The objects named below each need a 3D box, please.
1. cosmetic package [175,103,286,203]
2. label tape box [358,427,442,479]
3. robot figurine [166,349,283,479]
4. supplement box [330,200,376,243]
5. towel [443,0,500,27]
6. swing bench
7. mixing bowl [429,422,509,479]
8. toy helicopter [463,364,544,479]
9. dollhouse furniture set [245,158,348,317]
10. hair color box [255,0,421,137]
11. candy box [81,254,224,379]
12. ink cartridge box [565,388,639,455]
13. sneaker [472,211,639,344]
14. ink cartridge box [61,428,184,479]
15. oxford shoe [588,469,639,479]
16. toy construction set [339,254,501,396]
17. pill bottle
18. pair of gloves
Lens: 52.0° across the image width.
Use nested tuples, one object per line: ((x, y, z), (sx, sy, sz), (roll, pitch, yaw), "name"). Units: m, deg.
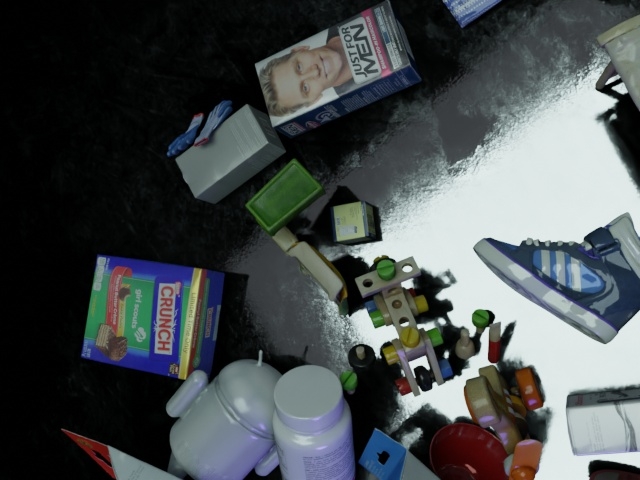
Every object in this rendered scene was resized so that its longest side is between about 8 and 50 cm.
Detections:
((-0.221, -0.207, 1.606), (0.238, 0.107, 0.127), (-33, 72, 18), "cosmetic package")
((0.192, 0.546, 1.260), (0.348, 0.249, 0.115), (38, 59, 17), "label tape box")
((-0.194, 0.410, 1.470), (0.300, 0.199, 0.353), (37, 101, -18), "robot figurine")
((0.074, -0.040, 1.490), (0.083, 0.056, 0.083), (-9, 80, 21), "supplement box")
((0.328, -0.674, 1.460), (0.243, 0.040, 0.335), (-33, 81, 14), "towel")
((0.631, -0.258, 1.182), (0.165, 0.255, 0.253), (-26, 75, 17), "swing bench")
((0.289, 0.466, 1.303), (0.181, 0.181, 0.098), (36, 133, 22), "mixing bowl")
((0.327, 0.332, 1.184), (0.140, 0.355, 0.234), (-20, 60, 18), "toy helicopter")
((0.000, 0.000, 1.456), (0.151, 0.197, 0.301), (-41, 73, -4), "dollhouse furniture set")
((0.037, -0.389, 1.519), (0.348, 0.105, 0.173), (-21, 76, 19), "hair color box")
((-0.414, 0.186, 1.627), (0.318, 0.122, 0.268), (6, 86, 21), "candy box")
((0.565, 0.325, 1.194), (0.218, 0.159, 0.092), (-13, 81, 20), "ink cartridge box")
((0.495, 0.024, 1.287), (0.323, 0.130, 0.236), (37, 88, 26), "sneaker")
((-0.397, 0.581, 1.480), (0.385, 0.308, 0.091), (13, 54, 22), "ink cartridge box")
((0.656, 0.522, 1.180), (0.349, 0.123, 0.130), (13, 115, 22), "oxford shoe")
((0.197, 0.152, 1.290), (0.309, 0.237, 0.257), (2, 52, 13), "toy construction set")
((-0.013, 0.400, 1.345), (0.161, 0.160, 0.283), (14, 131, 23), "pill bottle")
((-0.297, -0.278, 1.618), (0.198, 0.023, 0.159), (-16, 39, 40), "pair of gloves")
